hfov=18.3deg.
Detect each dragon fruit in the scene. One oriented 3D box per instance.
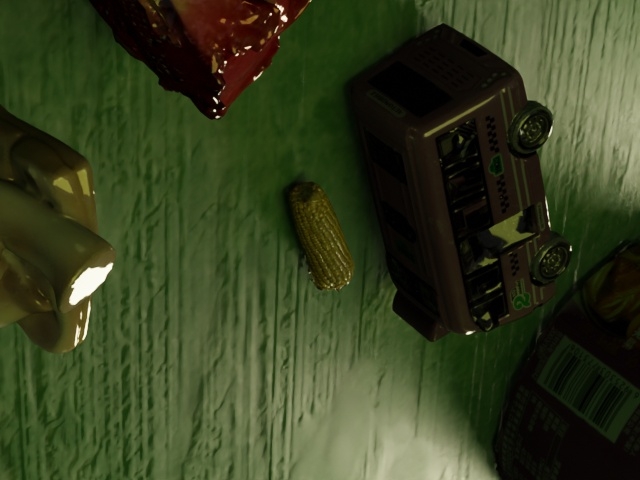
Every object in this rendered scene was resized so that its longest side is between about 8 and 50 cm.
[{"bbox_3d":[-0.073,-0.173,0.866,0.189,0.163,0.261,-66,149,-20],"label":"dragon fruit"}]

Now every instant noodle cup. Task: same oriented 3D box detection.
[{"bbox_3d":[0.300,0.162,1.367,0.340,0.266,0.340,-23,131,-30],"label":"instant noodle cup"}]

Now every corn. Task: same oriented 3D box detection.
[{"bbox_3d":[0.000,0.000,1.153,0.028,0.027,0.083,-15,134,6],"label":"corn"}]

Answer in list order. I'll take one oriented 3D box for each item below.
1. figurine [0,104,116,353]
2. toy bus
[{"bbox_3d":[-0.219,0.018,0.871,0.237,0.141,0.162,-15,132,-36],"label":"figurine"},{"bbox_3d":[0.078,-0.029,1.163,0.098,0.087,0.178,-32,133,-19],"label":"toy bus"}]
